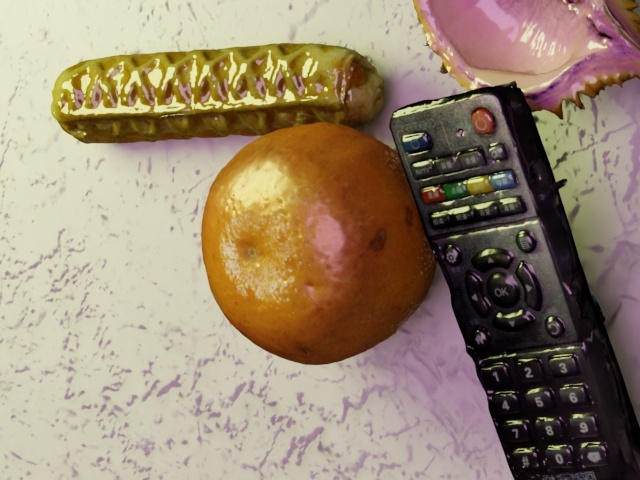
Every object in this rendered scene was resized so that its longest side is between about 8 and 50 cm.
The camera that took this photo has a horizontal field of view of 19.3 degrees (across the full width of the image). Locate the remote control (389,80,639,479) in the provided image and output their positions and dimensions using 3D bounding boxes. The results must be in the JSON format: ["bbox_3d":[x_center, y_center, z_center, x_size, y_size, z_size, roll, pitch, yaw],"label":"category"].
[{"bbox_3d":[0.181,0.060,1.589,0.144,0.062,0.399,-11,103,40],"label":"remote control"}]

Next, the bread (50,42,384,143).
[{"bbox_3d":[-0.106,-0.138,1.785,0.367,0.084,0.077,0,53,32],"label":"bread"}]

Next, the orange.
[{"bbox_3d":[0.000,0.000,1.680,0.224,0.170,0.224,7,100,40],"label":"orange"}]

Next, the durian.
[{"bbox_3d":[0.163,-0.248,1.603,0.191,0.112,0.341,-36,75,42],"label":"durian"}]
